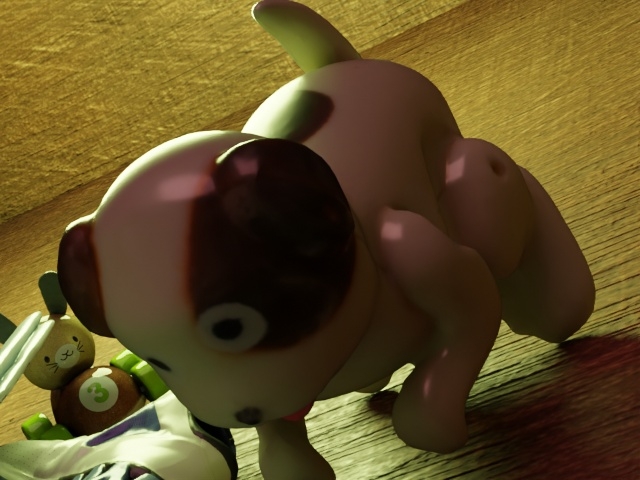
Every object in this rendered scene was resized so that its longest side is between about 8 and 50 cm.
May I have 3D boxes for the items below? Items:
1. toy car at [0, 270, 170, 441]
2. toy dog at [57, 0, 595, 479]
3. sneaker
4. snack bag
[{"bbox_3d":[-0.286,0.134,1.536,0.155,0.188,0.149,-37,18,-21],"label":"toy car"},{"bbox_3d":[0.000,0.000,1.056,0.285,0.395,0.408,-9,7,29],"label":"toy dog"},{"bbox_3d":[-0.178,0.221,1.262,0.316,0.127,0.182,-7,20,48],"label":"sneaker"},{"bbox_3d":[-0.396,0.241,1.346,0.342,0.037,0.323,-50,9,9],"label":"snack bag"}]
